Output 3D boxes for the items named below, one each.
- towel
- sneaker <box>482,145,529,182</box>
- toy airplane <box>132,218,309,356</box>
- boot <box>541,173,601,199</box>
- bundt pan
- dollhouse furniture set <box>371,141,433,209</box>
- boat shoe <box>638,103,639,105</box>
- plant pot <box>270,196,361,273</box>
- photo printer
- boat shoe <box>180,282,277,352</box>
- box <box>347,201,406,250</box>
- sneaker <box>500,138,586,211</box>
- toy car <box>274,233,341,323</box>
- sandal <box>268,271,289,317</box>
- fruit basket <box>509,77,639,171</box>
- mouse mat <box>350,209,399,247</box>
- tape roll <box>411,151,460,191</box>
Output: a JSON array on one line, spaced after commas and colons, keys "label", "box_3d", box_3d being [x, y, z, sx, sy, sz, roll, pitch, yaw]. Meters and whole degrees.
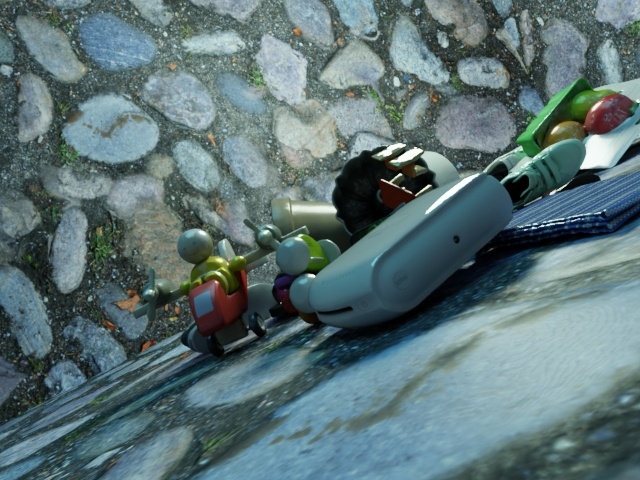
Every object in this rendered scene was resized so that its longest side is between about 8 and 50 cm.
[{"label": "towel", "box_3d": [0.405, -0.048, 0.956, 0.243, 0.040, 0.336, -25, 3, -21]}, {"label": "sneaker", "box_3d": [0.571, -0.208, 1.725, 0.305, 0.114, 0.152, -35, -16, 1]}, {"label": "toy airplane", "box_3d": [-0.259, 0.076, 1.547, 0.384, 0.272, 0.386, -1, 36, 49]}, {"label": "boot", "box_3d": [0.491, -0.100, 1.207, 0.106, 0.037, 0.114, -24, -3, 16]}, {"label": "bundt pan", "box_3d": [0.203, -0.119, 1.893, 0.331, 0.330, 0.124, -27, -18, -2]}, {"label": "dollhouse furniture set", "box_3d": [0.239, -0.093, 1.606, 0.135, 0.262, 0.259, -29, 33, -21]}, {"label": "boat shoe", "box_3d": [0.855, -0.326, 1.477, 0.109, 0.094, 0.302, -65, 8, -1]}, {"label": "plant pot", "box_3d": [0.000, 0.000, 2.044, 0.281, 0.323, 0.323, -9, 2, 1]}, {"label": "photo printer", "box_3d": [0.126, 0.027, 0.982, 0.307, 0.107, 0.256, -37, 6, -24]}, {"label": "boat shoe", "box_3d": [-0.256, 0.216, 1.736, 0.306, 0.113, 0.105, -38, 22, -32]}, {"label": "box", "box_3d": [0.141, 0.009, 1.519, 0.183, 0.059, 0.232, -41, -7, -11]}, {"label": "sneaker", "box_3d": [0.490, -0.140, 1.354, 0.256, 0.094, 0.151, -36, -6, 7]}, {"label": "toy car", "box_3d": [-0.030, 0.081, 1.234, 0.136, 0.182, 0.159, -33, -21, 32]}, {"label": "sandal", "box_3d": [-0.070, 0.125, 1.697, 0.168, 0.107, 0.446, -27, 1, 1]}, {"label": "fruit basket", "box_3d": [0.685, -0.280, 1.527, 0.327, 0.165, 0.353, -49, 23, -12]}, {"label": "mouse mat", "box_3d": [0.140, 0.018, 1.376, 0.153, 0.007, 0.189, -27, -41, -12]}, {"label": "tape roll", "box_3d": [0.338, -0.163, 2.083, 0.169, 0.246, 0.246, -26, 1, -33]}]
